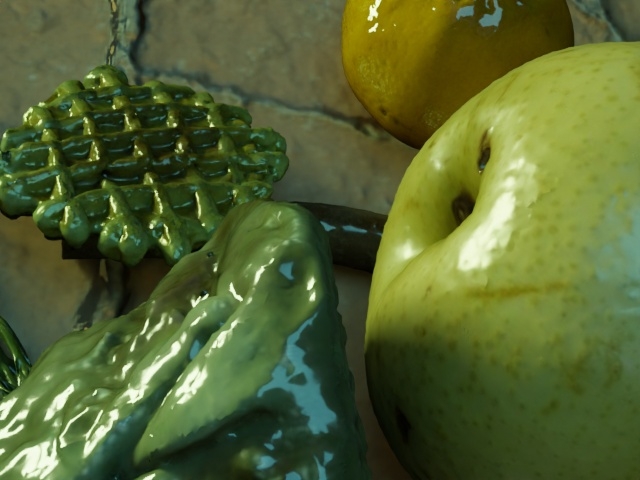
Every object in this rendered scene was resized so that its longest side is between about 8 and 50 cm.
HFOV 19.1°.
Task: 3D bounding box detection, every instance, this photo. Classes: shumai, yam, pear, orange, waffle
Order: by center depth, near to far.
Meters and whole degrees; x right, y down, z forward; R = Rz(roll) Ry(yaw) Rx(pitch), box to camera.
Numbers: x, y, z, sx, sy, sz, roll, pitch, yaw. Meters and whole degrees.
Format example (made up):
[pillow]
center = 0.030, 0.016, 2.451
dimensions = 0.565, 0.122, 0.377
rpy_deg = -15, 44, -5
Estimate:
[shumai]
center = -0.114, 0.141, 0.964
dimensions = 0.263, 0.304, 0.309
rpy_deg = -7, 29, -8
[pear]
center = 0.178, 0.045, 1.066
dimensions = 0.309, 0.309, 0.309
rpy_deg = 5, 59, -8
[waffle]
center = -0.112, -0.048, 1.185
dimensions = 0.169, 0.036, 0.183
rpy_deg = 19, 39, 13
[yam]
center = 0.000, 0.000, 1.208
dimensions = 0.327, 0.045, 0.045
rpy_deg = 2, 27, -9
[orange]
center = 0.092, -0.133, 1.251
dimensions = 0.159, 0.136, 0.159
rpy_deg = 6, 60, -11

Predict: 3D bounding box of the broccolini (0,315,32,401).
[broccolini]
center = -0.224, 0.045, 1.141
dimensions = 0.067, 0.058, 0.216
rpy_deg = 3, 42, -51
